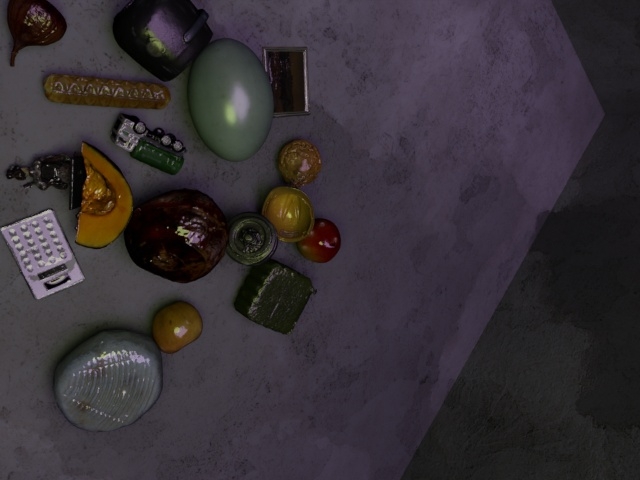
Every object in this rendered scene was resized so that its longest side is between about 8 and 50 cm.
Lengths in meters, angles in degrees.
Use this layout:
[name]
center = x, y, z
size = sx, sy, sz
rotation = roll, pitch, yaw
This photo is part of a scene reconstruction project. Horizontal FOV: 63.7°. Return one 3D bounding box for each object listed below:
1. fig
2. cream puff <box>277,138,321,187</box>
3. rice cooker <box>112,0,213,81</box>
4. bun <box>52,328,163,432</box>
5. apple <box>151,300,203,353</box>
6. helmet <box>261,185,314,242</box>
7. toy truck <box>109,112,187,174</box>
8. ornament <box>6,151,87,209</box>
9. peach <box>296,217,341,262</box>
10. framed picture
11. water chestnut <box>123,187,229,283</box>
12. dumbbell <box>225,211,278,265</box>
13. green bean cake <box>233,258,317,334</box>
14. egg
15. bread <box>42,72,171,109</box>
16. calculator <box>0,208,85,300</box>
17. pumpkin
[fig]
center = -0.799, -0.568, 1.391
size = 0.146, 0.133, 0.201
rotation = 43, 86, -26
[cream puff]
center = -0.075, -0.294, 1.972
size = 0.188, 0.129, 0.189
rotation = -8, 104, -32
[rice cooker]
center = -0.470, -0.628, 1.530
size = 0.224, 0.267, 0.267
rotation = 44, 77, -32
[bun]
center = -0.696, 0.449, 1.694
size = 0.354, 0.194, 0.355
rotation = -8, 107, -26
[apple]
center = -0.507, 0.302, 1.811
size = 0.182, 0.182, 0.155
rotation = -32, 90, -24
[helmet]
center = -0.114, -0.128, 1.973
size = 0.205, 0.140, 0.257
rotation = 10, 126, 2
[toy truck]
center = -0.547, -0.306, 1.655
size = 0.242, 0.101, 0.125
rotation = 25, 99, -40
[ornament]
center = -0.808, -0.190, 1.519
size = 0.195, 0.153, 0.167
rotation = 5, 100, -12
[peach]
center = 0.000, 0.000, 2.064
size = 0.197, 0.197, 0.198
rotation = -10, 109, -33
[framed picture]
center = -0.124, -0.592, 1.925
size = 0.196, 0.014, 0.253
rotation = -13, 110, -32
[water chestnut]
center = -0.466, -0.039, 1.682
size = 0.349, 0.302, 0.351
rotation = -7, 140, -6
[dumbbell]
center = -0.249, -0.003, 1.853
size = 0.191, 0.290, 0.192
rotation = 0, 88, -2
[green bean cake]
center = -0.181, 0.214, 2.018
size = 0.246, 0.156, 0.250
rotation = 29, 85, -36
[egg]
center = -0.291, -0.452, 1.681
size = 0.275, 0.276, 0.390
rotation = -13, 109, -32
[bread]
center = -0.636, -0.448, 1.563
size = 0.367, 0.077, 0.084
rotation = -6, 105, -35
[calculator]
center = -0.850, 0.048, 1.585
size = 0.161, 0.021, 0.262
rotation = -27, 117, -26
[pumpkin]
center = -0.636, -0.134, 1.570
size = 0.169, 0.148, 0.313
rotation = 4, 95, -3
